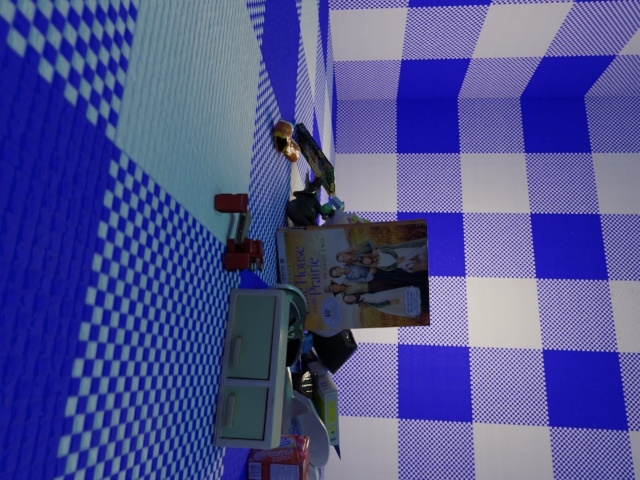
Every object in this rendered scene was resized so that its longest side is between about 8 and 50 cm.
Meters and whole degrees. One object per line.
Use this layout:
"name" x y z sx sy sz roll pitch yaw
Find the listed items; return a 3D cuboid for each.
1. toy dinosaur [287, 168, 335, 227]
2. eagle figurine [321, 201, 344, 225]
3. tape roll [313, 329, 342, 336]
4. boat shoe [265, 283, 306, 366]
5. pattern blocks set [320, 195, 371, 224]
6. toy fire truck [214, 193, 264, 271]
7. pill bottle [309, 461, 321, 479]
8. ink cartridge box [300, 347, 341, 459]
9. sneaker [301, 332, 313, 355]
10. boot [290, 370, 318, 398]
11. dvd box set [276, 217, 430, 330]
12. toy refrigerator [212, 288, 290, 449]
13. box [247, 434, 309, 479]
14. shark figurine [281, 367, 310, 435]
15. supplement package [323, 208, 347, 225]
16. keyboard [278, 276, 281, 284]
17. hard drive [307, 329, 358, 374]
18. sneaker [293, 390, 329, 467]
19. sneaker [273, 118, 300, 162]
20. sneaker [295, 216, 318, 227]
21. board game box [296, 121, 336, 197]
"toy dinosaur" -0.050 -0.086 1.472 0.121 0.160 0.314 -48 -171 37
"eagle figurine" 0.008 0.008 1.946 0.226 0.225 0.298 -26 163 -40
"tape roll" 0.057 0.163 1.684 0.392 0.071 0.392 -48 -156 29
"boat shoe" -0.088 0.216 1.130 0.305 0.109 0.091 90 -1 -52
"pattern blocks set" 0.138 -0.017 1.446 0.026 0.324 0.285 -48 -176 22
"toy fire truck" -0.143 -0.010 0.836 0.192 0.047 0.136 33 57 -84
"pill bottle" -0.054 0.796 1.552 0.187 0.111 0.112 70 22 -74
"ink cartridge box" -0.006 0.614 1.729 0.303 0.072 0.308 -140 -133 -64
"sneaker" -0.061 0.376 1.647 0.209 0.069 0.082 74 22 -73
"boot" -0.075 0.440 1.390 0.219 0.106 0.082 54 32 -72
"dvd box set" 0.095 0.102 1.301 0.062 0.419 0.308 -69 155 -76
"toy refrigerator" -0.120 0.228 0.829 0.094 0.102 0.270 76 16 -69
"box" -0.092 0.593 1.045 0.122 0.128 0.257 -46 136 -82
"shark figurine" -0.081 0.477 1.240 0.166 0.116 0.279 -67 155 -72
"supplement package" 0.031 0.057 1.525 0.262 0.145 0.204 -51 -169 23
"keyboard" -0.114 0.229 1.380 0.072 0.014 0.256 -90 178 -54
"hard drive" 0.033 0.362 1.741 0.172 0.054 0.255 -52 -140 19
"sneaker" -0.030 0.641 1.574 0.151 0.094 0.256 84 -14 -69
"sneaker" -0.100 -0.263 1.260 0.175 0.064 0.068 65 46 -66
"sneaker" -0.039 -0.008 1.655 0.083 0.098 0.224 -80 169 -58
"board game box" -0.015 -0.284 1.596 0.260 0.030 0.136 59 -11 33
